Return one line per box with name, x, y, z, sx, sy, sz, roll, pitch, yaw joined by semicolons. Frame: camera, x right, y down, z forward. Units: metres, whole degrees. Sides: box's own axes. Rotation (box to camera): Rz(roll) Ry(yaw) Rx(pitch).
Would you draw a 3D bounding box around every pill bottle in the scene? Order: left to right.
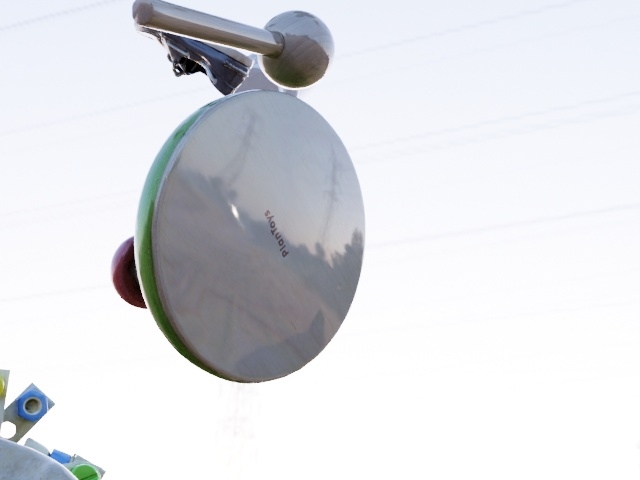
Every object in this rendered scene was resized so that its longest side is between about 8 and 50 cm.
pill bottle;-0.078;-0.259;1.545;0.112;0.111;0.186;-5;20;17

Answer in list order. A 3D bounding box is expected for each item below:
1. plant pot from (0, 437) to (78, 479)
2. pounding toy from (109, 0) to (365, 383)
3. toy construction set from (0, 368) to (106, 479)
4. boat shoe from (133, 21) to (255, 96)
plant pot;-0.216;0.288;0.620;0.334;0.333;0.305;1;-39;3
pounding toy;-0.070;-0.030;0.620;0.110;0.236;0.183;2;8;42
toy construction set;-0.329;0.305;0.922;0.215;0.327;0.151;34;-4;-10
boat shoe;-0.180;-0.247;1.253;0.206;0.064;0.075;27;6;29
